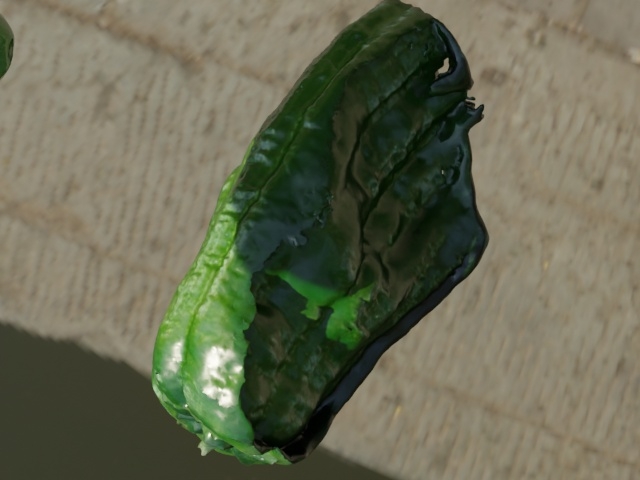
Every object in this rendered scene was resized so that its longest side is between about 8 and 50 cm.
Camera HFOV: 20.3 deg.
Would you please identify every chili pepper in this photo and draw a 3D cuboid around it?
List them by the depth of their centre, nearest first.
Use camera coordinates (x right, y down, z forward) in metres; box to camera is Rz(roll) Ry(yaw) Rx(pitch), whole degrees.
[{"bbox_3d":[-0.005,0.000,1.424,0.167,0.385,0.213,22,164,40],"label":"chili pepper"}]

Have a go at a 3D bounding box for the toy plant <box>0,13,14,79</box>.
[{"bbox_3d":[-0.295,-0.089,0.827,0.356,0.317,0.210,24,128,-41],"label":"toy plant"}]
